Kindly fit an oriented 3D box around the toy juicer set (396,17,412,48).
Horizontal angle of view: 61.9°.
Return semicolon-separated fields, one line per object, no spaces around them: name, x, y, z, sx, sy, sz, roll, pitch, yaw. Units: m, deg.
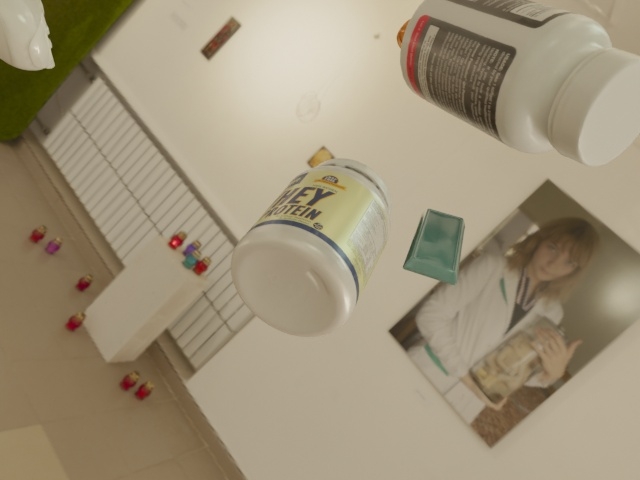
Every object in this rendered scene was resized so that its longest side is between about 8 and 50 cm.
toy juicer set;0.311;-0.438;1.083;0.329;0.089;0.209;1;-3;28

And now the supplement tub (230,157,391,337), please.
supplement tub;0.000;0.000;1.032;0.235;0.235;0.325;44;40;-9

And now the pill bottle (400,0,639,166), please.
pill bottle;0.266;-0.225;0.720;0.176;0.176;0.318;37;7;-45

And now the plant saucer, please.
plant saucer;0.158;0.001;0.715;0.067;0.018;0.192;18;26;10

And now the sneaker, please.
sneaker;-0.313;-0.215;0.450;0.235;0.090;0.095;43;48;18
